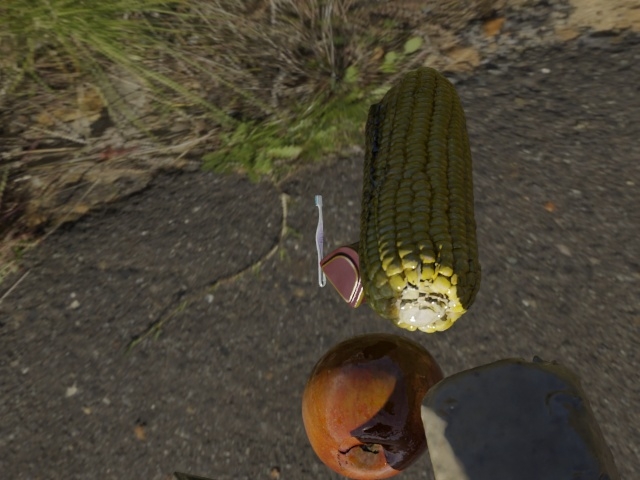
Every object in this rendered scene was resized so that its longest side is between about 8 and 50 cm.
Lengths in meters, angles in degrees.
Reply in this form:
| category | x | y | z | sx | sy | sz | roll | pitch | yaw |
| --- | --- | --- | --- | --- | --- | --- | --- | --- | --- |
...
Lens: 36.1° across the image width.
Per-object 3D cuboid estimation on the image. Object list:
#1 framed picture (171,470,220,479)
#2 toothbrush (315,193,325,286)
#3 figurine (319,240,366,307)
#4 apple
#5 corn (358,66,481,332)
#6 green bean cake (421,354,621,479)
| category | x | y | z | sx | sy | sz | roll | pitch | yaw |
| --- | --- | --- | --- | --- | --- | --- | --- | --- | --- |
| framed picture | 0.010 | 0.262 | 0.817 | 0.211 | 0.289 | 0.020 | 17 | 88 | -24 |
| toothbrush | 0.000 | 0.000 | 1.378 | 0.011 | 0.013 | 0.131 | -4 | 94 | -27 |
| figurine | 0.086 | 0.017 | 1.347 | 0.082 | 0.154 | 0.098 | 49 | 135 | 22 |
| apple | 0.076 | 0.243 | 1.416 | 0.211 | 0.173 | 0.234 | 4 | 142 | 3 |
| corn | 0.061 | -0.032 | 0.611 | 0.072 | 0.203 | 0.072 | 3 | 139 | 2 |
| green bean cake | 0.124 | 0.146 | 0.527 | 0.085 | 0.109 | 0.179 | -20 | 140 | 13 |
